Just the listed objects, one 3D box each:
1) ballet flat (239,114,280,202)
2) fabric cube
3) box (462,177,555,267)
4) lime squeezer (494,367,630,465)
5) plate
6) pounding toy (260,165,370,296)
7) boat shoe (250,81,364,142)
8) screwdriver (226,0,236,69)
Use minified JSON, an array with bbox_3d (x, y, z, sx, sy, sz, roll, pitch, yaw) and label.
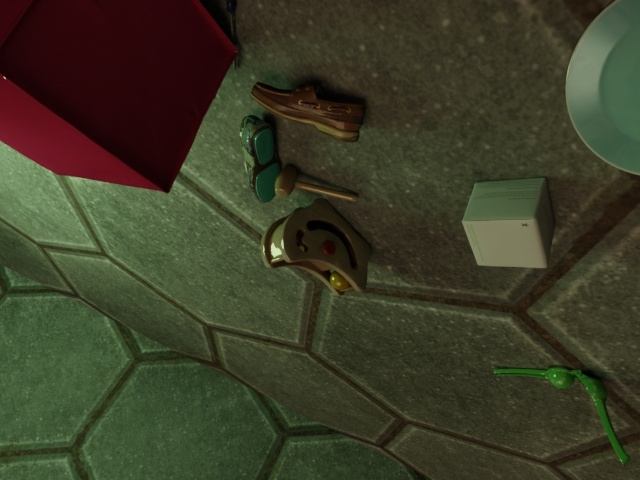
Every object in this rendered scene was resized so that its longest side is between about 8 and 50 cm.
[{"bbox_3d":[-0.111,-0.148,0.828,0.070,0.070,0.188,22,144,11],"label":"ballet flat"},{"bbox_3d":[-0.318,-0.244,0.609,0.258,0.259,0.254,11,160,31],"label":"fabric cube"},{"bbox_3d":[0.276,-0.024,0.666,0.102,0.087,0.101,0,137,37],"label":"box"},{"bbox_3d":[0.508,0.314,0.941,0.059,0.110,0.310,29,-178,-30],"label":"lime squeezer"},{"bbox_3d":[0.337,-0.154,0.448,0.188,0.024,0.188,41,144,39],"label":"plate"},{"bbox_3d":[0.000,0.000,0.845,0.269,0.154,0.155,44,144,-22],"label":"pounding toy"},{"bbox_3d":[-0.018,-0.204,0.681,0.178,0.064,0.060,23,116,7],"label":"boat shoe"},{"bbox_3d":[-0.128,-0.314,0.651,0.025,0.024,0.170,54,158,17],"label":"screwdriver"}]
